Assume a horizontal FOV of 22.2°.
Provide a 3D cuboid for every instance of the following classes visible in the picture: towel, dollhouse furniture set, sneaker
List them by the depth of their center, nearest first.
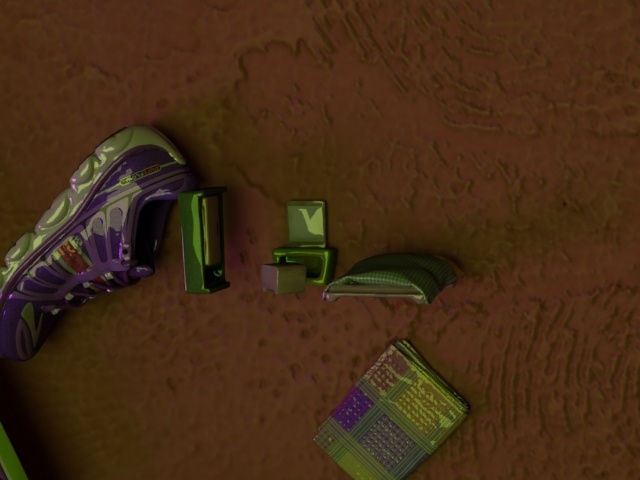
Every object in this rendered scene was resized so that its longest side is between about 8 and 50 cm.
[{"bbox_3d":[0.000,0.000,0.900,0.152,0.076,0.058,1,97,19],"label":"dollhouse furniture set"},{"bbox_3d":[0.041,0.104,0.937,0.060,0.009,0.083,42,109,7],"label":"towel"},{"bbox_3d":[-0.135,0.012,0.949,0.071,0.068,0.170,43,108,10],"label":"sneaker"}]

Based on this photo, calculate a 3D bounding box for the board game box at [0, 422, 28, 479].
[{"bbox_3d":[-0.345,0.061,0.949,0.347,0.233,0.078,64,154,0],"label":"board game box"}]
